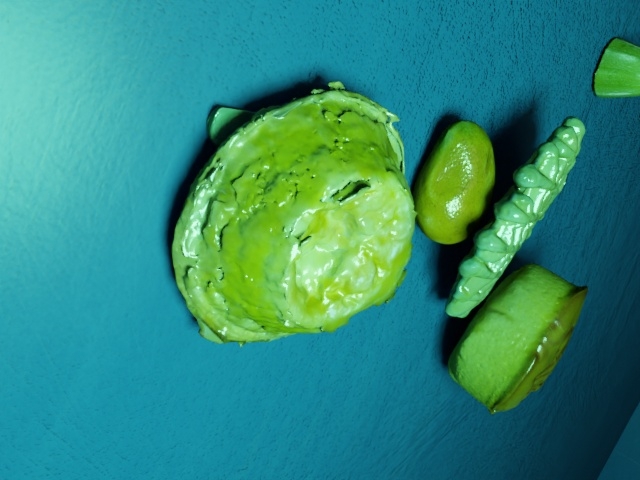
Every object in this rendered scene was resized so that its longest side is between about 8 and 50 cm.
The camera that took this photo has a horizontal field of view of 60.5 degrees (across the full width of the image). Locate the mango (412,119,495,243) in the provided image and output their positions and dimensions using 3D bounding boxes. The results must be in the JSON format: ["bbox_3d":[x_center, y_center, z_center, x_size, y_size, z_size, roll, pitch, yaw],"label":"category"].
[{"bbox_3d":[0.184,-0.075,0.741,0.115,0.089,0.165,12,101,-36],"label":"mango"}]

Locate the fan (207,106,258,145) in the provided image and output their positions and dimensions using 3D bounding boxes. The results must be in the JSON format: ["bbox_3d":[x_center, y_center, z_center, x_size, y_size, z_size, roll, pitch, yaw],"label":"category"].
[{"bbox_3d":[-0.030,-0.117,0.568,0.193,0.016,0.038,-8,124,-39],"label":"fan"}]

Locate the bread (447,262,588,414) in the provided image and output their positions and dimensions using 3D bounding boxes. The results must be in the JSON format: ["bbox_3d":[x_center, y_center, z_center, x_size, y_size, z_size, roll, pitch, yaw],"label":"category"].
[{"bbox_3d":[0.333,0.166,0.927,0.270,0.148,0.270,-43,156,-25],"label":"bread"}]

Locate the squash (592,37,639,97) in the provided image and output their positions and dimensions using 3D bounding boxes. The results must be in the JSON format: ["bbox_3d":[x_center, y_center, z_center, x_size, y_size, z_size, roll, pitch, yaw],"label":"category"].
[{"bbox_3d":[0.552,-0.282,0.933,0.105,0.132,0.105,-24,128,-34],"label":"squash"}]

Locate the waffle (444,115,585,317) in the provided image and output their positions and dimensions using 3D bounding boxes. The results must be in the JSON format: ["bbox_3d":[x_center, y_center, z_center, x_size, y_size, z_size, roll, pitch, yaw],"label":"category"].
[{"bbox_3d":[0.283,-0.020,0.812,0.292,0.056,0.309,-45,159,-28],"label":"waffle"}]

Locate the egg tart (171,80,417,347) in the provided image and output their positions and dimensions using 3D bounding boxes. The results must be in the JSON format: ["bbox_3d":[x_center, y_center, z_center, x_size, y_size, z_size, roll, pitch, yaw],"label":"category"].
[{"bbox_3d":[0.000,0.000,0.580,0.315,0.120,0.315,-23,130,-30],"label":"egg tart"}]
